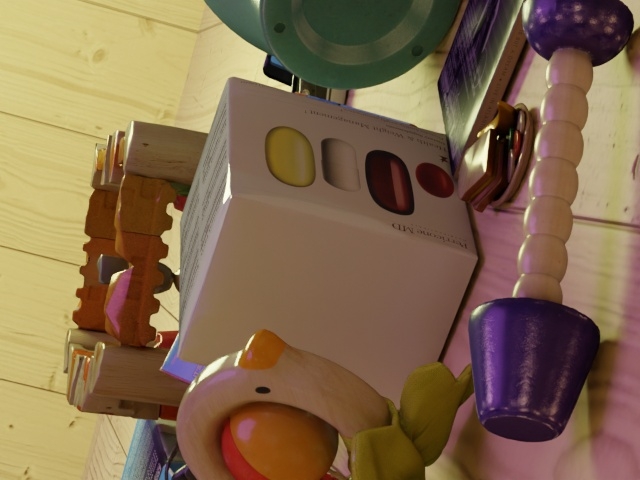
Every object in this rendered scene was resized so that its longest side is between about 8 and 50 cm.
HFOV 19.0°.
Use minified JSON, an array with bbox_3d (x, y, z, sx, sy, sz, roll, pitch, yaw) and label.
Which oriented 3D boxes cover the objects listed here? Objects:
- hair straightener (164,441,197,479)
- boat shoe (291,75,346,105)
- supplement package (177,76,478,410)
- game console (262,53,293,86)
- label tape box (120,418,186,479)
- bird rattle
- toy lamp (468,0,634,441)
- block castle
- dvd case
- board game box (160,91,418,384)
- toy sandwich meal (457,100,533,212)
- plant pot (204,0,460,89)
[{"bbox_3d":[-0.053,0.151,1.695,0.230,0.047,0.089,-41,21,17],"label":"hair straightener"},{"bbox_3d":[-0.018,-0.122,2.055,0.078,0.070,0.219,129,154,-65],"label":"boat shoe"},{"bbox_3d":[0.000,0.000,1.479,0.203,0.194,0.149,-96,22,-60],"label":"supplement package"},{"bbox_3d":[-0.014,-0.224,2.169,0.107,0.071,0.122,-107,33,-71],"label":"game console"},{"bbox_3d":[-0.159,0.335,2.071,0.348,0.115,0.249,-137,61,-75],"label":"label tape box"},{"bbox_3d":[-0.003,0.153,1.330,0.253,0.207,0.143,-46,12,51],"label":"bird rattle"},{"bbox_3d":[0.138,-0.016,1.132,0.080,0.080,0.274,130,155,-65],"label":"toy lamp"},{"bbox_3d":[-0.135,0.038,1.998,0.453,0.213,0.303,177,102,-78],"label":"block castle"},{"bbox_3d":[0.139,-0.178,1.479,0.164,0.018,0.221,-92,19,-59],"label":"dvd case"},{"bbox_3d":[-0.025,0.012,1.673,0.145,0.027,0.281,19,80,39],"label":"board game box"},{"bbox_3d":[0.125,-0.062,1.365,0.085,0.029,0.085,-165,90,-79],"label":"toy sandwich meal"},{"bbox_3d":[0.003,-0.274,1.711,0.255,0.272,0.271,-116,40,-52],"label":"plant pot"}]
